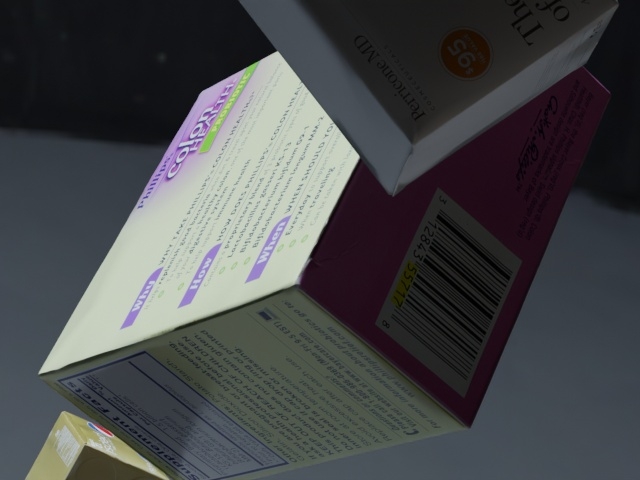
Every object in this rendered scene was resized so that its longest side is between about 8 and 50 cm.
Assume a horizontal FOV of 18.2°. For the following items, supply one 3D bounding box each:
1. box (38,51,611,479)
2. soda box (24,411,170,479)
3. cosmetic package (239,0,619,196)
[{"bbox_3d":[0.000,0.000,1.040,0.117,0.243,0.213,40,56,-22],"label":"box"},{"bbox_3d":[-0.159,0.195,1.149,0.061,0.181,0.058,28,4,-25],"label":"soda box"},{"bbox_3d":[-0.005,-0.142,0.740,0.099,0.060,0.239,-36,80,-14],"label":"cosmetic package"}]
